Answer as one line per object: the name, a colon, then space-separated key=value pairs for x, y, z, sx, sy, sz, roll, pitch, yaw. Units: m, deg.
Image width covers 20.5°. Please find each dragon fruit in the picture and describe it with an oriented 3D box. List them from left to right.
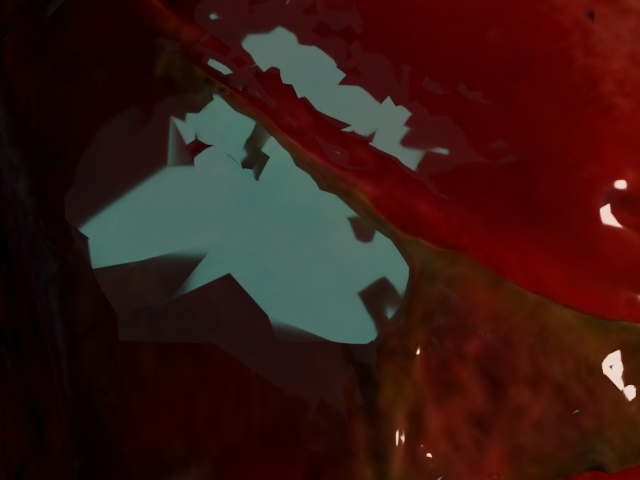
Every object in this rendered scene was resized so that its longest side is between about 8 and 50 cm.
dragon fruit: x=0.000 y=0.000 z=0.487 sx=0.282 sy=0.100 sz=0.343 roll=-12 pitch=82 yaw=9
